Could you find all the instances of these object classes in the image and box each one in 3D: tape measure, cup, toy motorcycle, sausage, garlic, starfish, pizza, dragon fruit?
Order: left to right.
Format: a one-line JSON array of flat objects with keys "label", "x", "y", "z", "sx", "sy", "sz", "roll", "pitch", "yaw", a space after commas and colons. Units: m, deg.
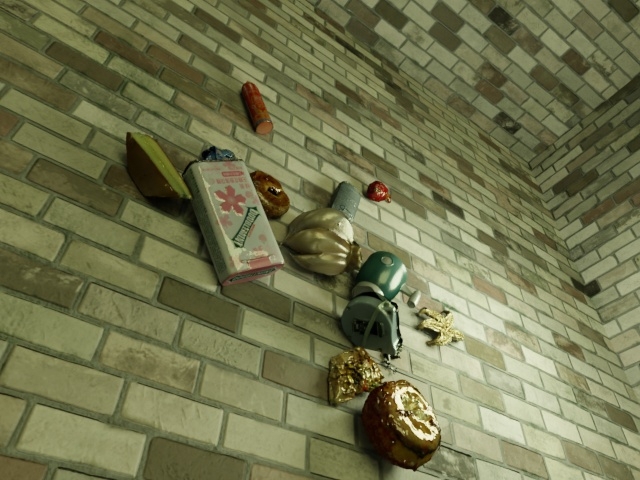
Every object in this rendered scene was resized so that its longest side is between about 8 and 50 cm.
[{"label": "toy motorcycle", "x": -0.341, "y": -0.243, "z": 1.607, "sx": 0.114, "sy": 0.076, "sz": 0.205, "roll": 20, "pitch": 44, "yaw": -18}, {"label": "sausage", "x": -0.261, "y": -0.545, "z": 1.975, "sx": 0.074, "sy": 0.074, "sz": 0.274, "roll": 6, "pitch": 50, "yaw": -41}, {"label": "garlic", "x": 0.000, "y": 0.000, "z": 1.649, "sx": 0.292, "sy": 0.210, "sz": 0.237, "roll": 25, "pitch": 71, "yaw": -14}, {"label": "pizza", "x": 0.097, "y": 0.384, "z": 1.426, "sx": 0.226, "sy": 0.069, "sz": 0.147, "roll": 0, "pitch": 57, "yaw": -44}, {"label": "tape measure", "x": 0.156, "y": 0.253, "z": 1.518, "sx": 0.107, "sy": 0.181, "sz": 0.181, "roll": -41, "pitch": 124, "yaw": -56}, {"label": "cup", "x": 0.192, "y": 0.148, "z": 1.672, "sx": 0.300, "sy": 0.167, "sz": 0.173, "roll": 26, "pitch": 42, "yaw": 18}, {"label": "dragon fruit", "x": 0.259, "y": -0.205, "z": 2.156, "sx": 0.190, "sy": 0.094, "sz": 0.094, "roll": 21, "pitch": 37, "yaw": -62}, {"label": "starfish", "x": 0.461, "y": 0.322, "z": 1.846, "sx": 0.238, "sy": 0.071, "sz": 0.216, "roll": 37, "pitch": 42, "yaw": -22}]

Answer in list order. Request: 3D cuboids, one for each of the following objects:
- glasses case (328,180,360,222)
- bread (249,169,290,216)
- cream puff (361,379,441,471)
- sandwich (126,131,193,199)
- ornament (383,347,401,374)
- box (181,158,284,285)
[{"label": "glasses case", "x": 0.093, "y": -0.140, "z": 1.929, "sx": 0.109, "sy": 0.067, "sz": 0.282, "roll": 39, "pitch": 38, "yaw": -12}, {"label": "bread", "x": -0.186, "y": -0.157, "z": 1.682, "sx": 0.193, "sy": 0.064, "sz": 0.193, "roll": 32, "pitch": 34, "yaw": -25}, {"label": "cream puff", "x": 0.216, "y": 0.507, "z": 1.347, "sx": 0.240, "sy": 0.164, "sz": 0.240, "roll": 36, "pitch": 22, "yaw": -17}, {"label": "sandwich", "x": -0.472, "y": -0.194, "z": 1.411, "sx": 0.258, "sy": 0.096, "sz": 0.094, "roll": 54, "pitch": 31, "yaw": 13}, {"label": "ornament", "x": 0.235, "y": 0.379, "z": 1.598, "sx": 0.073, "sy": 0.028, "sz": 0.125, "roll": 23, "pitch": 39, "yaw": -26}, {"label": "box", "x": -0.259, "y": -0.064, "z": 1.434, "sx": 0.190, "sy": 0.112, "sz": 0.369, "roll": -8, "pitch": 68, "yaw": -41}]
